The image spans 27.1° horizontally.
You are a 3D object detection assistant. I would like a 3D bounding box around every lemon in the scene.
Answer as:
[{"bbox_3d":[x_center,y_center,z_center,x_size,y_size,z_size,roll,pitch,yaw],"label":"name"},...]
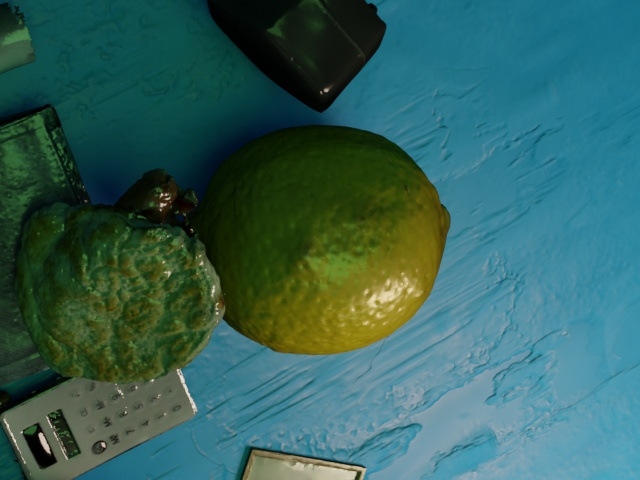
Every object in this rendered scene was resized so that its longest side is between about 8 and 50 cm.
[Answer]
[{"bbox_3d":[-0.002,0.000,1.765,0.336,0.336,0.336,-7,108,-22],"label":"lemon"}]

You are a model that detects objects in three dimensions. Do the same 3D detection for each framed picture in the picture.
[{"bbox_3d":[-0.037,0.395,2.038,0.201,0.010,0.136,14,100,-26],"label":"framed picture"}]

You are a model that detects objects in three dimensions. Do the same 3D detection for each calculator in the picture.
[{"bbox_3d":[-0.310,0.241,1.851,0.261,0.021,0.161,-27,123,-16],"label":"calculator"}]

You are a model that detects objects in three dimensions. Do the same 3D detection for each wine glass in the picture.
[{"bbox_3d":[-0.466,-0.225,1.614,0.222,0.103,0.103,-19,112,-18],"label":"wine glass"}]

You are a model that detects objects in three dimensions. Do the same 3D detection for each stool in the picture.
[{"bbox_3d":[-0.031,-0.285,1.719,0.141,0.232,0.232,-49,118,-6],"label":"stool"}]

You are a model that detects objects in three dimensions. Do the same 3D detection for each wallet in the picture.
[{"bbox_3d":[-0.400,0.010,1.730,0.237,0.075,0.342,-23,116,-9],"label":"wallet"}]

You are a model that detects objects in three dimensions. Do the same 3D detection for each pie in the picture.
[{"bbox_3d":[-0.253,0.060,1.665,0.274,0.105,0.257,-17,105,16],"label":"pie"}]

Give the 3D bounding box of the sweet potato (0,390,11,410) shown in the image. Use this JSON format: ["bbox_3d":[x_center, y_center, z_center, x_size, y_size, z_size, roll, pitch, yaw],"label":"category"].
[{"bbox_3d":[-0.530,0.277,1.764,0.264,0.057,0.057,-25,114,-19],"label":"sweet potato"}]
